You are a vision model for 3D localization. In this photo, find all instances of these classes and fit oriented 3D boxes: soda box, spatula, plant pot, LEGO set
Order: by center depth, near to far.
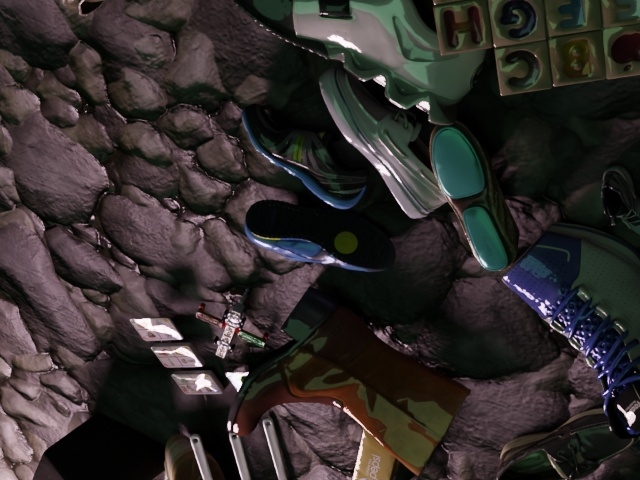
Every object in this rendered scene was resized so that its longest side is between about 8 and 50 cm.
[{"bbox_3d":[0.088,0.335,1.697,0.058,0.061,0.181,20,129,15],"label":"soda box"},{"bbox_3d":[-0.147,0.161,1.725,0.244,0.060,0.182,-6,131,32],"label":"LEGO set"},{"bbox_3d":[-0.122,0.400,1.834,0.168,0.019,0.242,-12,118,2],"label":"spatula"},{"bbox_3d":[-0.388,0.417,1.937,0.167,0.187,0.188,41,132,14],"label":"plant pot"}]

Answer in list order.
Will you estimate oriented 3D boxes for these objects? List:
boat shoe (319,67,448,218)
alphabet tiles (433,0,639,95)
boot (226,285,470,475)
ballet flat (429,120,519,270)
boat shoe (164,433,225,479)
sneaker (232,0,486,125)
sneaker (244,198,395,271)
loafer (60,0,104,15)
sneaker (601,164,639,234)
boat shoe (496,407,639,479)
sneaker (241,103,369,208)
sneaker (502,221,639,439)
[{"bbox_3d":[0.089,-0.130,1.371,0.076,0.083,0.226,-26,119,26],"label":"boat shoe"},{"bbox_3d":[0.246,-0.315,1.135,0.285,0.011,0.342,-7,120,10],"label":"alphabet tiles"},{"bbox_3d":[0.033,0.240,1.611,0.280,0.096,0.264,35,100,1],"label":"boot"},{"bbox_3d":[0.188,-0.061,1.363,0.073,0.067,0.206,-8,115,30],"label":"ballet flat"},{"bbox_3d":[-0.194,0.461,1.919,0.098,0.109,0.302,38,149,57],"label":"boat shoe"},{"bbox_3d":[0.041,-0.274,1.270,0.330,0.122,0.146,28,121,0],"label":"sneaker"},{"bbox_3d":[0.000,0.000,1.517,0.209,0.069,0.082,14,161,8],"label":"sneaker"},{"bbox_3d":[-0.223,-0.335,1.368,0.251,0.094,0.087,-27,103,38],"label":"loafer"},{"bbox_3d":[0.349,-0.032,1.298,0.038,0.069,0.098,-26,107,38],"label":"sneaker"},{"bbox_3d":[0.334,0.293,1.530,0.223,0.073,0.080,-27,107,38],"label":"boat shoe"},{"bbox_3d":[-0.018,-0.119,1.443,0.188,0.067,0.078,36,110,3],"label":"sneaker"},{"bbox_3d":[0.360,0.122,1.326,0.315,0.182,0.127,34,130,2],"label":"sneaker"}]
